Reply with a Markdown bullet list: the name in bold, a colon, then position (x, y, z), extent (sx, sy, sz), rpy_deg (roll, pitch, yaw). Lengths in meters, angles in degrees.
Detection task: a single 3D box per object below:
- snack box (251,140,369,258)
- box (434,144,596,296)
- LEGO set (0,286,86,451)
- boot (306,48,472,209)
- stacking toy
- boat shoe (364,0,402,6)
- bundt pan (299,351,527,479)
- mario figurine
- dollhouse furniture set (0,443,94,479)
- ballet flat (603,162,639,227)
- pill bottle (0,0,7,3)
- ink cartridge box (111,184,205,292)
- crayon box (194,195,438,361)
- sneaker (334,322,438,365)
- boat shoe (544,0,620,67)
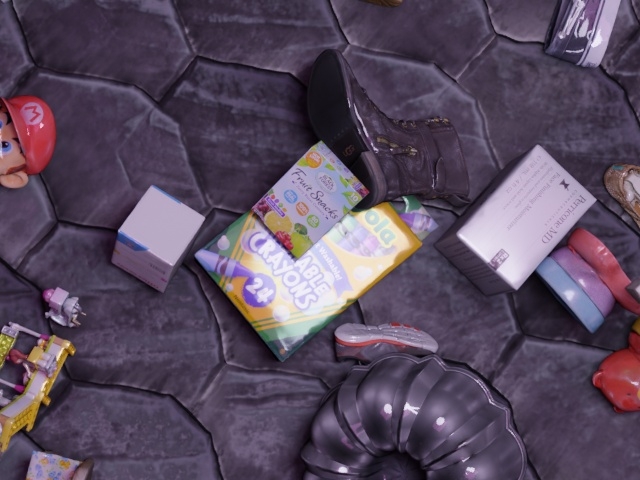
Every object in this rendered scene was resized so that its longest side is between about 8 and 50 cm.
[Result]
- **snack box**: position (-0.016, -0.056, 1.625), extent (0.100, 0.037, 0.141), rpy_deg (47, 118, 0)
- **box**: position (0.280, -0.025, 1.698), extent (0.119, 0.182, 0.181), rpy_deg (42, 82, 0)
- **LEGO set**: position (-0.439, 0.194, 1.618), extent (0.107, 0.132, 0.287), rpy_deg (22, 50, 6)
- **boot**: position (0.108, -0.160, 1.712), extent (0.229, 0.091, 0.263), rpy_deg (-12, 81, -42)
- **stacking toy**: position (0.427, 0.146, 1.639), extent (0.130, 0.279, 0.309), rpy_deg (-41, 106, 3)
- **boat shoe**: position (0.048, -0.406, 1.773), extent (0.170, 0.063, 0.059), rpy_deg (14, 81, -14)
- **bundt pan**: position (0.112, 0.326, 1.609), extent (0.331, 0.124, 0.330), rpy_deg (3, 98, 23)
- **mario figurine**: position (-0.526, -0.117, 1.629), extent (0.321, 0.170, 0.198), rpy_deg (-25, 122, 0)
- **dollhouse furniture set**: position (-0.530, 0.450, 1.540), extent (0.362, 0.256, 0.394), rpy_deg (13, 84, -5)
- **ballet flat**: position (0.519, -0.039, 1.781), extent (0.206, 0.067, 0.073), rpy_deg (42, 82, -1)
- **pill bottle**: position (-0.385, -0.468, 1.687), extent (0.272, 0.152, 0.152), rpy_deg (-37, 89, -7)
- **ink cartridge box**: position (-0.237, 0.002, 1.673), extent (0.092, 0.143, 0.090), rpy_deg (32, 65, -2)
- **crayon box**: position (0.000, 0.000, 1.719), extent (0.323, 0.083, 0.203), rpy_deg (-40, 90, -8)
- **sneaker**: position (0.096, 0.163, 1.737), extent (0.158, 0.061, 0.065), rpy_deg (6, 111, -4)
- **boat shoe**: position (0.412, -0.421, 1.790), extent (0.102, 0.108, 0.301), rpy_deg (14, 91, -6)
